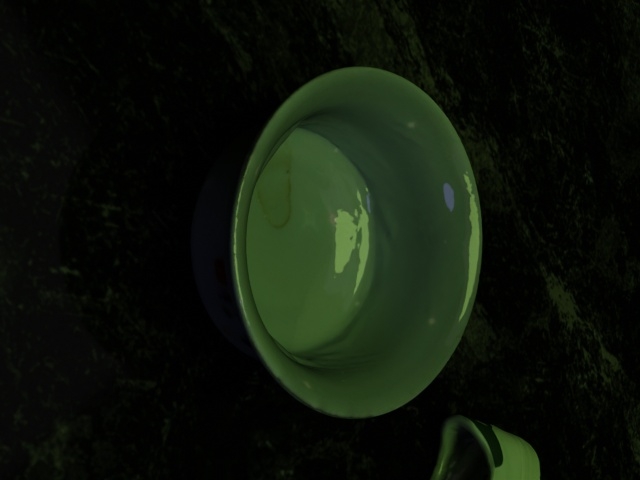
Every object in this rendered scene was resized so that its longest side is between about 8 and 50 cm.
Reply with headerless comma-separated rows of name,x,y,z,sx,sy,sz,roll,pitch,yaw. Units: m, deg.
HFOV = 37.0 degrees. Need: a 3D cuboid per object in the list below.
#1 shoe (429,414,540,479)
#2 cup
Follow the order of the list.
shoe,0.172,0.389,1.184,0.160,0.132,0.362,38,57,-34
cup,0.000,0.000,0.999,0.347,0.163,0.347,-2,93,-42
